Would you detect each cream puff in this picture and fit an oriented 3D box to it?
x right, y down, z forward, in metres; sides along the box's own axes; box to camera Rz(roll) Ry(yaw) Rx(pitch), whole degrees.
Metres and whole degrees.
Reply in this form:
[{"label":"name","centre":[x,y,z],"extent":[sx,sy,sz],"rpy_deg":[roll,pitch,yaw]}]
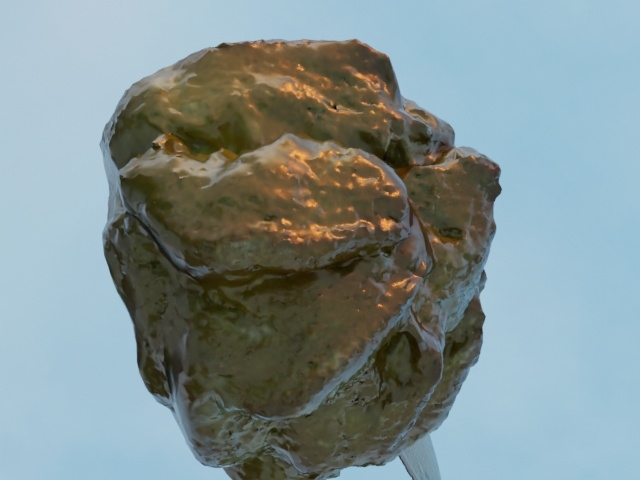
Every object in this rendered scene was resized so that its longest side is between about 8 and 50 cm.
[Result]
[{"label":"cream puff","centre":[-0.014,0.007,0.941],"extent":[0.196,0.244,0.244],"rpy_deg":[-17,-101,-16]}]

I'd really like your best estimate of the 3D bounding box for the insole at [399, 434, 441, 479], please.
[{"label":"insole","centre":[0.027,0.051,1.392],"extent":[0.007,0.109,0.322],"rpy_deg":[-22,-87,16]}]
